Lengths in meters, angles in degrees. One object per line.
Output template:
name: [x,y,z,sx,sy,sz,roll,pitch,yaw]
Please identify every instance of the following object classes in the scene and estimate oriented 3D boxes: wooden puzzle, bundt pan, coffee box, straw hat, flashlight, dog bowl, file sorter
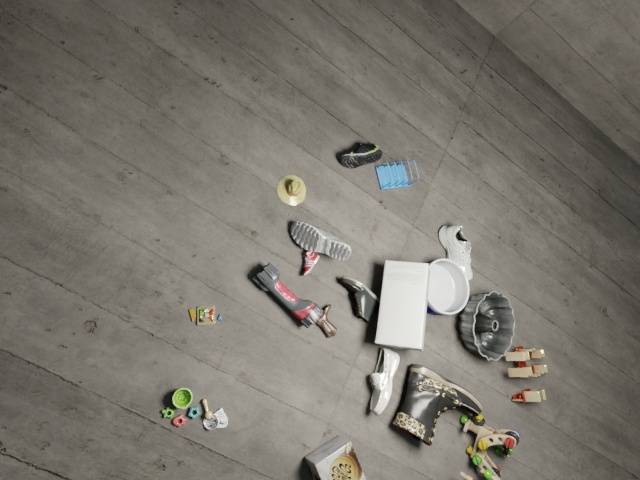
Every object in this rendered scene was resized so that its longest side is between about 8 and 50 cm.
wooden puzzle: [-0.436,0.287,1.527,0.117,0.014,0.078,-5,80,-24]
bundt pan: [0.788,0.403,1.932,0.331,0.124,0.330,2,86,-34]
coffee box: [0.082,0.939,1.535,0.168,0.119,0.296,-20,86,-27]
straw hat: [-0.116,-0.231,1.755,0.145,0.061,0.144,5,76,-22]
flashlight: [-0.126,0.218,1.628,0.304,0.103,0.103,47,39,-6]
dog bowl: [0.573,0.224,1.916,0.265,0.104,0.264,6,75,-22]
file sorter: [0.377,-0.327,1.961,0.171,0.104,0.118,-9,82,-25]

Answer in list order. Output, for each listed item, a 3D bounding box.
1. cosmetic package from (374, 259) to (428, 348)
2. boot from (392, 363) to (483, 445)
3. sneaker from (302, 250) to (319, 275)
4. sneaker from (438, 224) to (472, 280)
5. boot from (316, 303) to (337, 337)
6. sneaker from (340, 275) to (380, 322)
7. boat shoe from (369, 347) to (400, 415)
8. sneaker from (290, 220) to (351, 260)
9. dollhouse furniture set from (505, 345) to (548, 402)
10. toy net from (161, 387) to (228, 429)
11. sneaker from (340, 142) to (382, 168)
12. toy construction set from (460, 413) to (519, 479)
cosmetic package: [0.362,0.282,1.744,0.197,0.155,0.365,5,74,20]
boot: [0.508,0.747,1.748,0.378,0.138,0.284,34,66,-8]
sneaker: [-0.058,0.092,1.715,0.067,0.042,0.118,42,58,-13]
sneaker: [0.689,0.060,1.990,0.111,0.129,0.296,-20,87,-27]
boot: [0.040,0.342,1.701,0.106,0.037,0.114,-43,94,-14]
sneaker: [0.159,0.255,1.746,0.222,0.083,0.118,38,67,-12]
boat shoe: [0.251,0.592,1.704,0.096,0.098,0.276,30,59,-13]
sneaker: [0.000,0.000,1.742,0.282,0.115,0.105,28,106,-1]
dollhouse furniture set: [1.005,0.656,1.978,0.262,0.135,0.258,10,71,-42]
toy net: [-0.438,0.624,1.430,0.232,0.045,0.122,35,67,-12]
sneaker: [0.186,-0.415,1.930,0.235,0.084,0.097,-14,60,-26]
toy construction set: [0.701,0.923,1.771,0.237,0.257,0.309,26,40,31]
